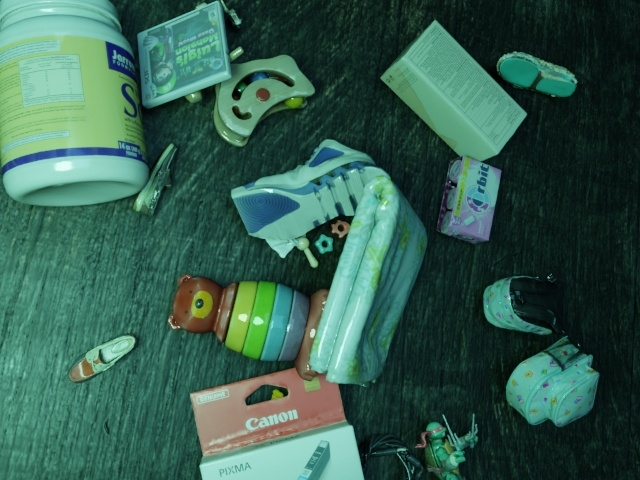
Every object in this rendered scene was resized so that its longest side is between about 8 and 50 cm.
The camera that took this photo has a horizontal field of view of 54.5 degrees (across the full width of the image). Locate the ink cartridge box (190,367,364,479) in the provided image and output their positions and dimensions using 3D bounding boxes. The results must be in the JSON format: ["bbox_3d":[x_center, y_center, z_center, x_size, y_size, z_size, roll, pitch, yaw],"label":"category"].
[{"bbox_3d":[-0.083,0.390,1.189,0.296,0.066,0.261,-12,86,-8],"label":"ink cartridge box"}]

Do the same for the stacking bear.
[{"bbox_3d":[-0.141,0.146,1.191,0.289,0.164,0.175,14,84,-6],"label":"stacking bear"}]

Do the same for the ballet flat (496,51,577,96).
[{"bbox_3d":[0.542,-0.427,1.578,0.241,0.091,0.077,15,46,-21],"label":"ballet flat"}]

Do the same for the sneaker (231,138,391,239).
[{"bbox_3d":[-0.016,-0.114,1.294,0.315,0.182,0.127,-13,121,6],"label":"sneaker"}]

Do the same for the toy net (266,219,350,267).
[{"bbox_3d":[0.000,0.000,1.322,0.232,0.045,0.122,18,77,-16],"label":"toy net"}]

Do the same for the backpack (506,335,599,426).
[{"bbox_3d":[0.520,0.330,1.397,0.188,0.144,0.166,-16,127,-13],"label":"backpack"}]

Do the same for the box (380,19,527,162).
[{"bbox_3d":[0.310,-0.336,1.446,0.311,0.121,0.148,44,70,-9],"label":"box"}]

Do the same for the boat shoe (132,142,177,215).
[{"bbox_3d":[-0.317,-0.119,1.225,0.049,0.056,0.152,29,83,-19],"label":"boat shoe"}]

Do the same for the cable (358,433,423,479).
[{"bbox_3d":[0.122,0.497,1.289,0.184,0.047,0.150,-42,97,-20],"label":"cable"}]

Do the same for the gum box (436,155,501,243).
[{"bbox_3d":[0.346,-0.089,1.452,0.107,0.062,0.188,18,76,-16],"label":"gum box"}]

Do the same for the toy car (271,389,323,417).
[{"bbox_3d":[-0.041,0.332,1.272,0.122,0.060,0.040,24,118,2],"label":"toy car"}]

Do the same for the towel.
[{"bbox_3d":[0.106,0.098,1.197,0.090,0.320,0.374,15,82,19],"label":"towel"}]

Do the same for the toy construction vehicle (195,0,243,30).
[{"bbox_3d":[-0.216,-0.466,1.327,0.086,0.035,0.098,-34,91,-10],"label":"toy construction vehicle"}]

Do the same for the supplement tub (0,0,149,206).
[{"bbox_3d":[-0.442,-0.242,1.095,0.241,0.241,0.331,-7,85,-21],"label":"supplement tub"}]

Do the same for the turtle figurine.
[{"bbox_3d":[0.284,0.466,1.320,0.175,0.118,0.234,-18,89,-62],"label":"turtle figurine"}]

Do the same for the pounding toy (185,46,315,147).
[{"bbox_3d":[-0.138,-0.292,1.259,0.269,0.155,0.154,-17,85,-19],"label":"pounding toy"}]

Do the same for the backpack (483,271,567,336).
[{"bbox_3d":[0.467,0.149,1.427,0.182,0.115,0.152,12,62,-31],"label":"backpack"}]

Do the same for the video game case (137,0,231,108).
[{"bbox_3d":[-0.270,-0.364,1.216,0.190,0.022,0.173,-16,70,16],"label":"video game case"}]

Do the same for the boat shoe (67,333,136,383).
[{"bbox_3d":[-0.402,0.217,1.145,0.137,0.043,0.049,-31,95,-20],"label":"boat shoe"}]
